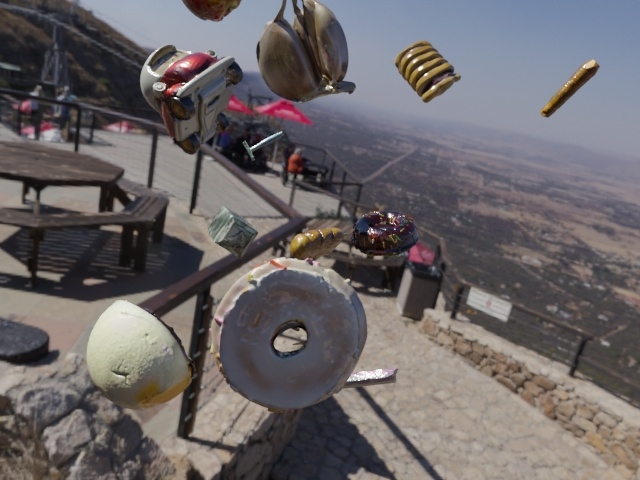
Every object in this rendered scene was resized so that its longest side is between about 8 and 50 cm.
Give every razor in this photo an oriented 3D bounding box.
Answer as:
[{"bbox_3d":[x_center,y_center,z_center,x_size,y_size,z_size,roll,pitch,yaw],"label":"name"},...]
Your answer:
[{"bbox_3d":[-0.185,-0.329,1.817,0.135,0.068,0.040,-30,-6,-4],"label":"razor"}]

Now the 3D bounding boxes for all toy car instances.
[{"bbox_3d":[-0.179,-0.191,0.703,0.112,0.139,0.112,36,56,8],"label":"toy car"}]

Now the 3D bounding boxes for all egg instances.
[{"bbox_3d":[-0.508,0.330,1.452,0.337,0.337,0.201,20,45,26],"label":"egg"}]

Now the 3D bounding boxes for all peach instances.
[{"bbox_3d":[-0.345,-0.771,1.655,0.197,0.197,0.197,11,16,-3],"label":"peach"}]

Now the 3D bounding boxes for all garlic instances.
[{"bbox_3d":[-0.042,-0.479,1.392,0.210,0.292,0.237,-28,7,-17],"label":"garlic"}]

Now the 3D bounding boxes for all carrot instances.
[{"bbox_3d":[0.624,-0.379,1.365,0.042,0.171,0.042,29,32,-20],"label":"carrot"}]

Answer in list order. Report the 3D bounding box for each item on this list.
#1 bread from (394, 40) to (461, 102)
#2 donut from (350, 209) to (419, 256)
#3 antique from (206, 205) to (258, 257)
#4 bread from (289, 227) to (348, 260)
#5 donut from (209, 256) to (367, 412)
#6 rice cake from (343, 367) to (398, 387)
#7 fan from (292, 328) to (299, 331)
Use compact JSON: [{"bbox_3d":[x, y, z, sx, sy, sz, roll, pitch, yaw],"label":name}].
[{"bbox_3d":[0.316,-0.508,1.615,0.134,0.081,0.225,-29,51,0],"label":"bread"},{"bbox_3d":[0.211,-0.030,1.809,0.235,0.089,0.235,-5,26,3],"label":"donut"},{"bbox_3d":[-0.236,-0.024,1.454,0.088,0.086,0.183,33,0,-22],"label":"antique"},{"bbox_3d":[0.002,0.002,2.152,0.084,0.124,0.344,44,33,21],"label":"bread"},{"bbox_3d":[-0.079,0.220,1.318,0.382,0.383,0.142,9,7,-12],"label":"donut"},{"bbox_3d":[0.110,0.451,1.769,0.290,0.051,0.081,-11,-28,11],"label":"rice cake"},{"bbox_3d":[-0.075,0.187,1.557,0.008,0.226,0.152,-40,92,-33],"label":"fan"}]
